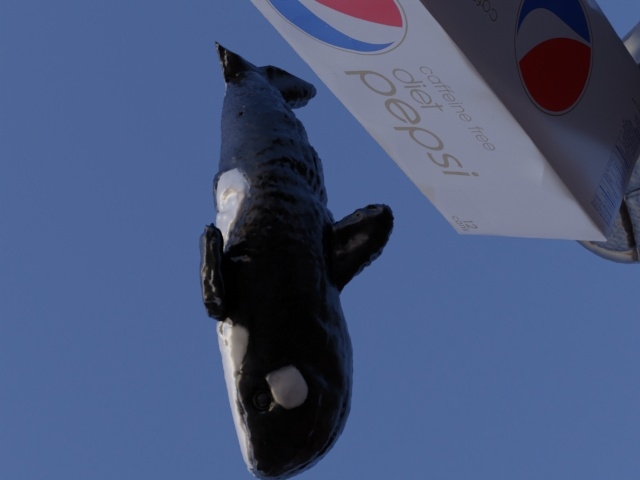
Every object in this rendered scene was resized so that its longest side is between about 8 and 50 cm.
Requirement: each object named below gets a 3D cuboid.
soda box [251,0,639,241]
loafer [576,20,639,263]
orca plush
[{"bbox_3d":[0.036,-0.086,0.484,0.216,0.074,0.069,45,-120,-38],"label":"soda box"},{"bbox_3d":[0.190,-0.088,0.527,0.095,0.302,0.109,-36,-94,-32],"label":"loafer"},{"bbox_3d":[0.000,0.000,0.829,0.102,0.287,0.151,-12,-45,13],"label":"orca plush"}]
